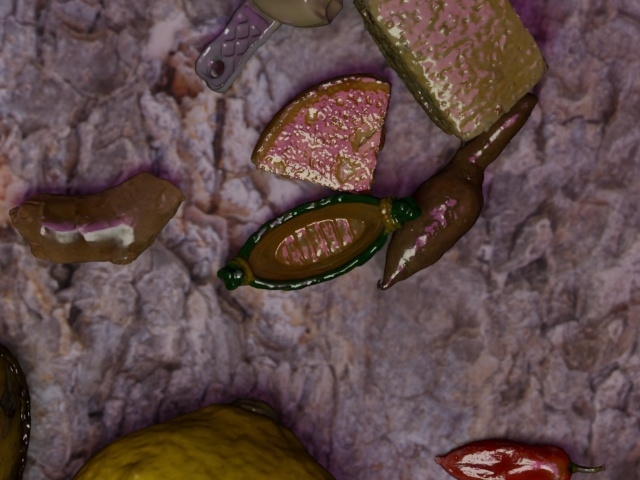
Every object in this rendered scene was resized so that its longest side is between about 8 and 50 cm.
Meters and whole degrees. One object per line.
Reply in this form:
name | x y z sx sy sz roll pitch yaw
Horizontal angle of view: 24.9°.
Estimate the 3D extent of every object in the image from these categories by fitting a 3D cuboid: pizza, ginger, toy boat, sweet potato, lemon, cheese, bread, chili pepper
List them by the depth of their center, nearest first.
lemon | -0.121 0.348 1.488 0.350 0.350 0.387 26 76 -6
cheese | -0.033 -0.273 1.523 0.163 0.082 0.286 45 105 31
bread | 0.138 -0.217 1.546 0.138 0.102 0.196 -37 100 5
toy boat | 0.000 0.000 1.564 0.230 0.088 0.089 -22 91 7
ginger | -0.238 -0.022 1.568 0.190 0.069 0.095 -6 102 -3
pizza | 0.011 -0.105 1.581 0.175 0.046 0.134 -22 97 0
sweet potato | 0.147 -0.051 1.582 0.075 0.075 0.269 37 89 -6
chili pepper | 0.223 0.255 1.634 0.191 0.050 0.059 3 100 9

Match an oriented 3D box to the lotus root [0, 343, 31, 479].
lotus root | -0.423 0.277 1.538 0.196 0.179 0.397 15 94 -17
